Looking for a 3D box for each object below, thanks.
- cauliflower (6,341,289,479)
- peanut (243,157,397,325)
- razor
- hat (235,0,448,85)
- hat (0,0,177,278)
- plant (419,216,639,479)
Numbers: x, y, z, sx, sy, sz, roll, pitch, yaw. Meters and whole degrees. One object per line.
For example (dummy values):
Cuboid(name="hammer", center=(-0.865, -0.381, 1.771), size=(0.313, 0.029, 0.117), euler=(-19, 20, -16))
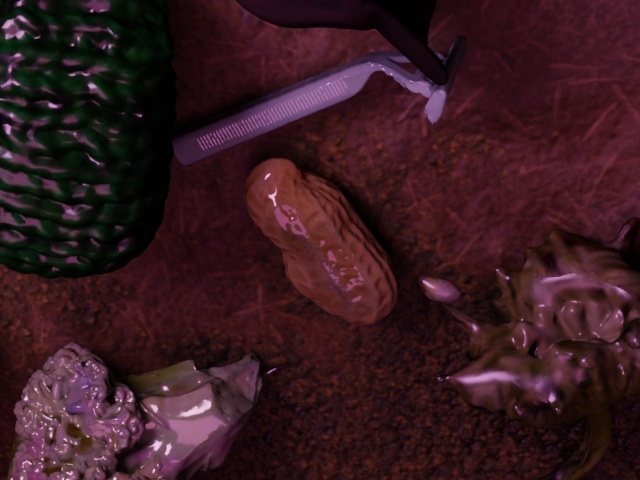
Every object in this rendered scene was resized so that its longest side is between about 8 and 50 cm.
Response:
Cuboid(name="cauliflower", center=(-0.169, 0.203, 1.657), size=(0.315, 0.239, 0.256), euler=(-32, 91, 3))
Cuboid(name="peanut", center=(0.000, 0.000, 1.562), size=(0.194, 0.083, 0.093), euler=(49, 149, -20))
Cuboid(name="razor", center=(-0.010, -0.122, 1.487), size=(0.277, 0.111, 0.056), euler=(-13, 117, 22))
Cuboid(name="hat", center=(-0.031, -0.240, 1.324), size=(0.209, 0.238, 0.336), euler=(-15, 136, 16))
Cuboid(name="hat", center=(-0.293, -0.108, 1.395), size=(0.332, 0.242, 0.274), euler=(3, 109, -20))
Cuboid(name="plant", center=(0.247, 0.118, 1.639), size=(0.251, 0.180, 0.333), euler=(-18, 153, 7))
